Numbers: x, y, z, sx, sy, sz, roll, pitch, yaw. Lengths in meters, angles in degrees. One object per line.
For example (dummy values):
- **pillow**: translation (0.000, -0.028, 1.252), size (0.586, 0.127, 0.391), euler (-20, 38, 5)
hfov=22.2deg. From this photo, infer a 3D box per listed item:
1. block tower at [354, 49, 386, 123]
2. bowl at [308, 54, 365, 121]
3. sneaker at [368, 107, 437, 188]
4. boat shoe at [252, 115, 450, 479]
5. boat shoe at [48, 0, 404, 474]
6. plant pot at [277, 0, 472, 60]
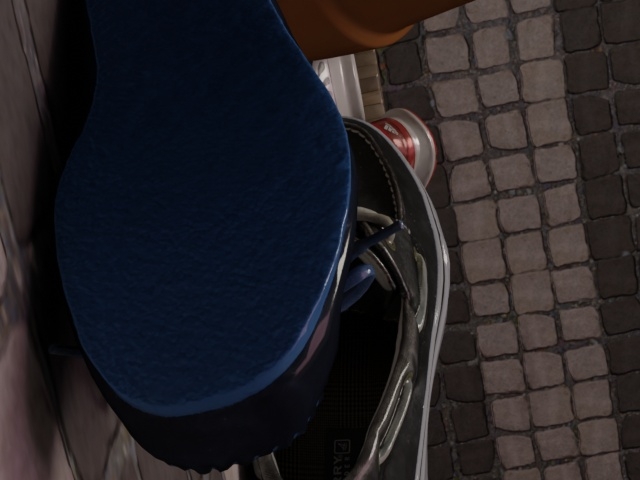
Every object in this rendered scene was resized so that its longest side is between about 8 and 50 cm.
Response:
- **block tower**: translation (0.033, -0.087, 1.724), size (0.091, 0.097, 0.335), euler (74, 5, -62)
- **bowl**: translation (-0.010, -0.120, 1.274), size (0.170, 0.080, 0.170), euler (-10, 90, -87)
- **sneaker**: translation (0.000, 0.000, 1.263), size (0.087, 0.128, 0.221), euler (40, -50, 33)
- **boat shoe**: translation (0.016, 0.035, 0.903), size (0.119, 0.121, 0.335), euler (82, 3, -48)
- **boat shoe**: translation (-0.028, -0.015, 0.533), size (0.258, 0.109, 0.089), euler (-92, 175, -52)
- **plant pot**: translation (0.065, -0.280, 1.128), size (0.291, 0.203, 0.291), euler (12, 76, -61)
